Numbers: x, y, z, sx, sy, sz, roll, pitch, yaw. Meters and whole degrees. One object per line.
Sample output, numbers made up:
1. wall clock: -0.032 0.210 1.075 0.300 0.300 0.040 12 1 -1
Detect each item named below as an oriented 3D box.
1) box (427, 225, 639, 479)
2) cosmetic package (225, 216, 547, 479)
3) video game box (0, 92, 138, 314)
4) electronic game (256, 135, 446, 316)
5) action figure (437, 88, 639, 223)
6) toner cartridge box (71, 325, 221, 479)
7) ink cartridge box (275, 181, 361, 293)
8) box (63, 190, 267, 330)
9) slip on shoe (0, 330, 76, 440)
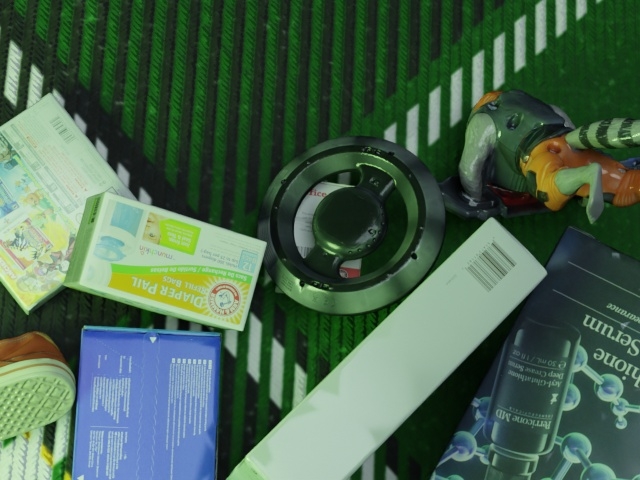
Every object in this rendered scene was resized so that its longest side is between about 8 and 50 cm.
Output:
1. box: 0.318 0.237 1.474 0.293 0.212 0.395 27 78 17
2. cosmetic package: 0.062 0.163 1.470 0.377 0.284 0.097 -43 87 -18
3. video game box: -0.339 -0.045 1.575 0.187 0.048 0.205 -37 85 -20
4. electronic game: 0.036 -0.020 1.556 0.229 0.048 0.229 -4 68 10
5. action figure: 0.316 -0.112 1.602 0.341 0.330 0.178 -12 117 -33
6. toner cartridge box: -0.203 0.278 1.498 0.165 0.075 0.348 4 75 -11
7. ink cartridge box: 0.000 0.000 1.621 0.099 0.056 0.135 8 73 -8
8. box: -0.181 0.028 1.525 0.203 0.103 0.114 17 82 -20
9. slip on shoe: -0.443 0.183 1.473 0.331 0.123 0.101 -16 40 -7
